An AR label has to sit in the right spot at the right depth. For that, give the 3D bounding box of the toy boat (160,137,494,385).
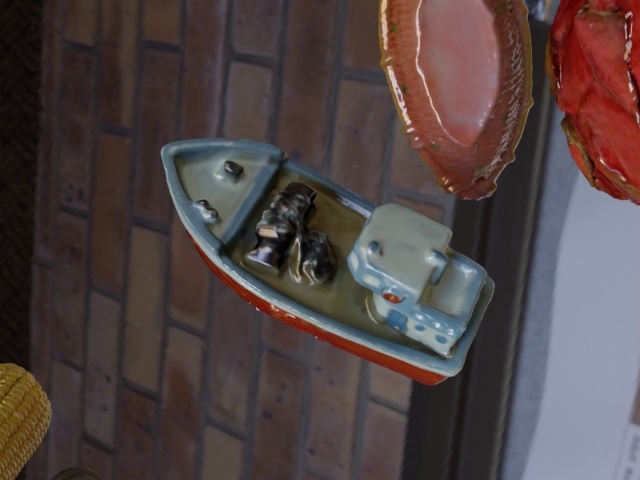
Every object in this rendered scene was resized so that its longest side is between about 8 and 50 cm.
[{"bbox_3d":[0.000,0.000,0.959,0.145,0.331,0.133,-60,175,-32],"label":"toy boat"}]

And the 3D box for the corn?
[{"bbox_3d":[-0.287,0.182,0.866,0.165,0.063,0.085,-59,158,-43],"label":"corn"}]

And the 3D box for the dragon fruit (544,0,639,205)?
[{"bbox_3d":[0.286,-0.123,0.653,0.342,0.277,0.278,35,72,-85],"label":"dragon fruit"}]

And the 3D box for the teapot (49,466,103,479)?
[{"bbox_3d":[-0.257,0.261,1.023,0.088,0.057,0.066,-13,84,-44],"label":"teapot"}]

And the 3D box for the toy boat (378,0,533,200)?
[{"bbox_3d":[0.125,-0.177,0.967,0.099,0.141,0.318,-75,155,-70],"label":"toy boat"}]
